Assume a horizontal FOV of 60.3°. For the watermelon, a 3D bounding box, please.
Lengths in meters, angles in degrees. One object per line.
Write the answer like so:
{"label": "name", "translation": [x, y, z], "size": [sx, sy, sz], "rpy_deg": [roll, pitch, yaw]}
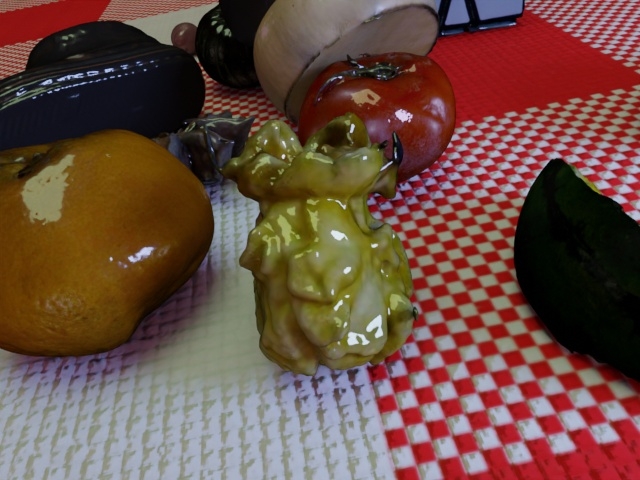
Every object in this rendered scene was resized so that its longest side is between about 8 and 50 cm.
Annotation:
{"label": "watermelon", "translation": [0.247, 0.022, 0.449], "size": [0.129, 0.123, 0.301], "rpy_deg": [0, 35, -21]}

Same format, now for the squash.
{"label": "squash", "translation": [-0.132, -0.364, 0.996], "size": [0.193, 0.156, 0.193], "rpy_deg": [-16, 56, 24]}

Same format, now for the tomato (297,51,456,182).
{"label": "tomato", "translation": [0.066, -0.134, 0.644], "size": [0.187, 0.151, 0.187], "rpy_deg": [-3, 29, 2]}

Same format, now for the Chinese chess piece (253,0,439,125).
{"label": "Chinese chess piece", "translation": [0.035, -0.265, 0.749], "size": [0.257, 0.257, 0.104], "rpy_deg": [-26, 79, -19]}

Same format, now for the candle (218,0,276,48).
{"label": "candle", "translation": [0.019, -0.422, 0.869], "size": [0.343, 0.221, 0.221], "rpy_deg": [-24, 38, -33]}

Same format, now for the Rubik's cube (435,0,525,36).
{"label": "Rubik's cube", "translation": [0.228, -0.576, 1.070], "size": [0.289, 0.293, 0.283], "rpy_deg": [-9, 35, 6]}

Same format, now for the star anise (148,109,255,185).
{"label": "star anise", "translation": [-0.169, -0.112, 0.726], "size": [0.231, 0.089, 0.209], "rpy_deg": [-25, 23, -26]}

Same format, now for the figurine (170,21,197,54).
{"label": "figurine", "translation": [-0.291, -0.442, 1.207], "size": [0.071, 0.066, 0.083], "rpy_deg": [2, 18, -16]}

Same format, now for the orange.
{"label": "orange", "translation": [-0.224, -0.012, 0.533], "size": [0.249, 0.183, 0.249], "rpy_deg": [-8, 37, 7]}

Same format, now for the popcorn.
{"label": "popcorn", "translation": [-0.003, 0.006, 0.442], "size": [0.174, 0.195, 0.168], "rpy_deg": [7, 32, 15]}

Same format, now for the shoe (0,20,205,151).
{"label": "shoe", "translation": [-0.390, -0.219, 0.851], "size": [0.384, 0.171, 0.237], "rpy_deg": [-35, 50, -30]}
